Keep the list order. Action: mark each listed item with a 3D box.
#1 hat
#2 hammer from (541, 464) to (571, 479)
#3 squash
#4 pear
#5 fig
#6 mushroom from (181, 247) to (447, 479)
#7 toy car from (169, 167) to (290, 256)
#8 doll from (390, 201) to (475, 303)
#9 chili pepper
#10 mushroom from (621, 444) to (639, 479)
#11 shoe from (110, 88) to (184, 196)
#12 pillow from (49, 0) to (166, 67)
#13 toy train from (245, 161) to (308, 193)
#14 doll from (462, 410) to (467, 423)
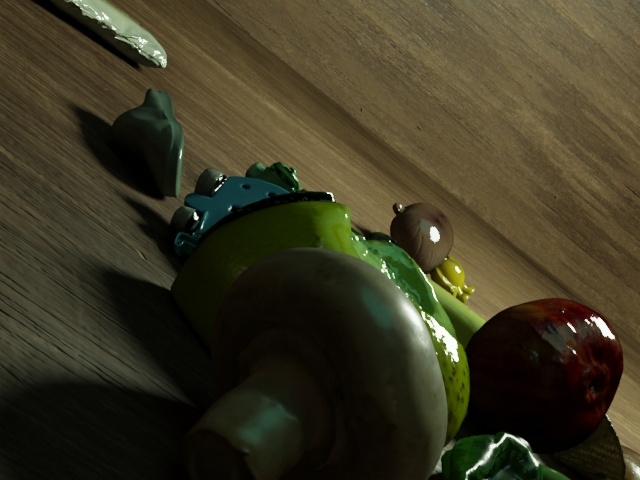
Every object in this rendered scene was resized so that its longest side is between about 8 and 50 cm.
[{"bbox_3d":[0.335,0.277,1.888,0.146,0.067,0.146,161,-90,-73],"label":"hat"},{"bbox_3d":[0.323,0.344,1.454,0.335,0.119,0.206,40,8,36],"label":"hammer"},{"bbox_3d":[0.204,0.137,1.942,0.250,0.083,0.083,40,10,12],"label":"squash"},{"bbox_3d":[0.029,0.093,1.300,0.292,0.159,0.292,40,13,-11],"label":"pear"},{"bbox_3d":[0.244,0.162,1.779,0.250,0.204,0.186,1,-63,51],"label":"fig"},{"bbox_3d":[-0.010,0.122,1.059,0.206,0.209,0.206,36,-20,15],"label":"mushroom"},{"bbox_3d":[-0.088,0.005,1.488,0.126,0.098,0.161,16,36,12],"label":"toy car"},{"bbox_3d":[0.172,0.023,2.297,0.145,0.096,0.188,-5,70,-55],"label":"doll"},{"bbox_3d":[0.160,0.236,1.378,0.099,0.083,0.253,51,15,4],"label":"chili pepper"},{"bbox_3d":[0.452,0.339,2.050,0.123,0.052,0.123,35,13,-10],"label":"mushroom"},{"bbox_3d":[-0.199,-0.113,1.621,0.078,0.079,0.195,2,30,-11],"label":"shoe"},{"bbox_3d":[-0.320,-0.324,2.069,0.229,0.051,0.128,33,6,-42],"label":"pillow"},{"bbox_3d":[0.000,0.000,1.801,0.251,0.085,0.119,46,-4,8],"label":"toy train"},{"bbox_3d":[0.141,0.183,1.639,0.058,0.040,0.085,57,17,26],"label":"doll"}]
